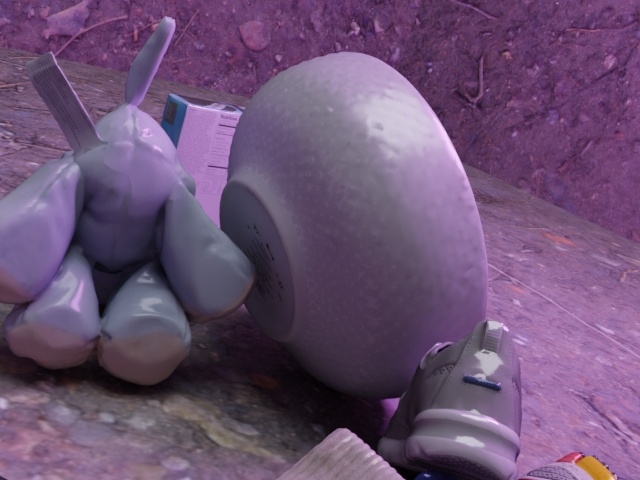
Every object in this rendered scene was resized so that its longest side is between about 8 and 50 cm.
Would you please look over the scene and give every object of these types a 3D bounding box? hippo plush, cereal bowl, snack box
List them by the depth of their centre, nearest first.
[{"bbox_3d":[-0.222,-0.017,0.778,0.234,0.294,0.236,-24,13,-21],"label":"hippo plush"},{"bbox_3d":[0.000,0.000,0.786,0.141,0.339,0.339,-19,33,-26],"label":"cereal bowl"},{"bbox_3d":[-0.099,-0.098,1.216,0.321,0.187,0.060,3,21,-43],"label":"snack box"}]

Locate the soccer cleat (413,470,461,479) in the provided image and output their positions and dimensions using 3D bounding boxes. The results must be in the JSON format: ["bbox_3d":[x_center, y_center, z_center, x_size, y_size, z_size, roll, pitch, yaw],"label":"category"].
[{"bbox_3d":[0.060,0.225,0.416,0.093,0.121,0.289,17,16,-5],"label":"soccer cleat"}]

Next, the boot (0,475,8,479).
[{"bbox_3d":[-0.212,0.131,0.427,0.137,0.077,0.198,26,-7,12],"label":"boot"}]

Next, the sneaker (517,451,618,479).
[{"bbox_3d":[0.215,0.253,0.604,0.092,0.088,0.225,-10,25,-18],"label":"sneaker"}]

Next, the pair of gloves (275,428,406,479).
[{"bbox_3d":[-0.018,0.195,0.390,0.204,0.042,0.240,-26,31,-14],"label":"pair of gloves"}]

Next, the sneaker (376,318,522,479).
[{"bbox_3d":[0.116,0.136,0.656,0.105,0.115,0.281,19,-15,2],"label":"sneaker"}]
